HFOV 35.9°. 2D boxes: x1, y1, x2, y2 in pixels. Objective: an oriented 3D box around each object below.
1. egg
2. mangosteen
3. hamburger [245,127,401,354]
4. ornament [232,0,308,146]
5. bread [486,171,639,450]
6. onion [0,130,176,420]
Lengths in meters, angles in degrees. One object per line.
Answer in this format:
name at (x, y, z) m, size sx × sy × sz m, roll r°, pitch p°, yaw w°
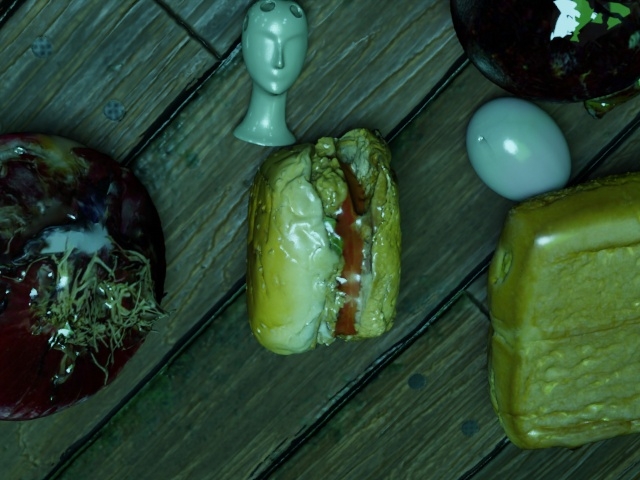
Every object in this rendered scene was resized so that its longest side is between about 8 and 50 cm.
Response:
egg at (0.221, -0.100, 1.105) m, size 0.103 × 0.103 × 0.135 m, roll -42°, pitch 110°, yaw 9°
mangosteen at (0.258, -0.226, 1.028) m, size 0.231 × 0.231 × 0.289 m, roll -23°, pitch 145°, yaw 2°
hamburger at (0.000, 0.000, 1.055) m, size 0.163 × 0.244 × 0.244 m, roll 0°, pitch 109°, yaw -2°
ornament at (-0.051, -0.183, 1.064) m, size 0.075 × 0.081 × 0.156 m, roll 4°, pitch 113°, yaw -12°
bread at (0.348, 0.066, 1.135) m, size 0.337 × 0.148 × 0.327 m, roll -11°, pitch 118°, yaw -6°
onion at (-0.314, 0.036, 1.030) m, size 0.314 × 0.232 × 0.313 m, roll -21°, pitch 118°, yaw -46°
